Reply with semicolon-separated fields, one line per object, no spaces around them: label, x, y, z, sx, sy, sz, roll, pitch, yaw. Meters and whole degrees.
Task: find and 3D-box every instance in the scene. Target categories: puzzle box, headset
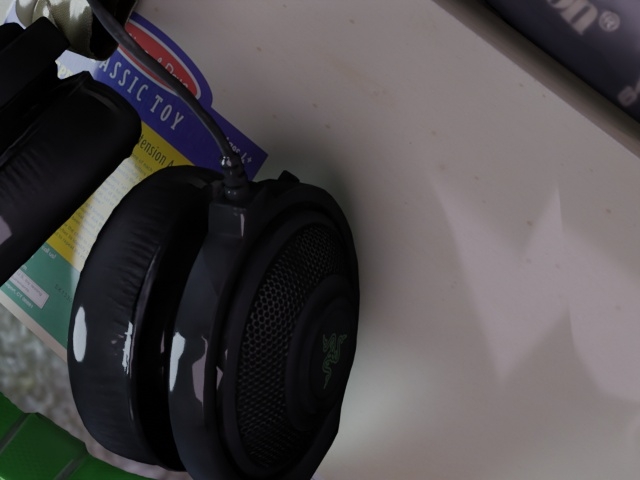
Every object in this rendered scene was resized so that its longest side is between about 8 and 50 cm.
puzzle box;0.000;0.000;0.663;0.409;0.052;0.272;40;117;12
headset;-0.076;-0.015;0.587;0.243;0.185;0.394;32;137;4

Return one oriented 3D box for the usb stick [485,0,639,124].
usb stick;0.090;-0.144;0.627;0.278;0.045;0.077;45;115;-3

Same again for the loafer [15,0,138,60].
loafer;-0.081;-0.138;0.609;0.050;0.056;0.148;44;127;9
